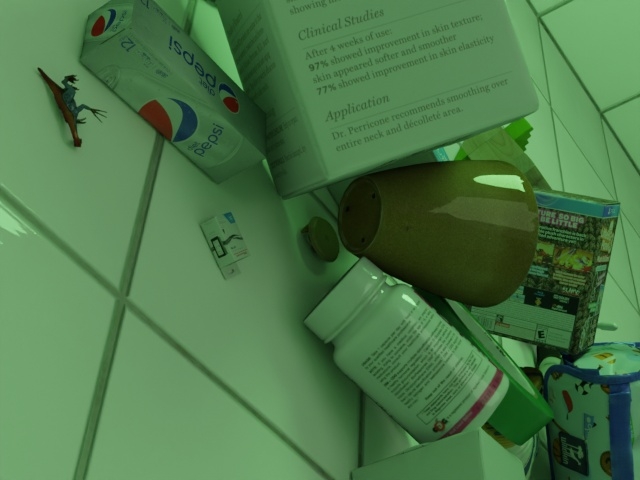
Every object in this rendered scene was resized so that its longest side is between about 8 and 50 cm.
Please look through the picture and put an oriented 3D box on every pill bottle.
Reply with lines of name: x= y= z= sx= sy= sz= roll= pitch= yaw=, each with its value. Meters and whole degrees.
pill bottle: x=0.121 y=0.165 z=1.656 sx=0.283 sy=0.160 sz=0.160 roll=43 pitch=27 yaw=0

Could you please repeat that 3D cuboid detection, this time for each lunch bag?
lunch bag: x=0.548 y=0.372 z=2.152 sx=0.385 sy=0.239 sz=0.328 roll=-24 pitch=110 yaw=-78

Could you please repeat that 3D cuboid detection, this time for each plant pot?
plant pot: x=0.162 y=-0.026 z=1.752 sx=0.254 sy=0.237 sz=0.237 roll=8 pitch=57 yaw=-32

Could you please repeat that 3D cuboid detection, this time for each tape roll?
tape roll: x=0.258 y=0.199 z=1.918 sx=0.321 sy=0.077 sz=0.321 roll=46 pitch=7 yaw=-7

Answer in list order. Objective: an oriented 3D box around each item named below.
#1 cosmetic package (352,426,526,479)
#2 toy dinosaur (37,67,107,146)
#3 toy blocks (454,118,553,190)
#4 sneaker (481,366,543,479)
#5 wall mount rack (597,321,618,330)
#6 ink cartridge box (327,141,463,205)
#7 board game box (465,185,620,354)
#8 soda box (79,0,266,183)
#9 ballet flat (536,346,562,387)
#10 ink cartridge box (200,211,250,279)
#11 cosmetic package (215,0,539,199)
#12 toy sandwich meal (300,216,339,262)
cosmetic package: x=0.175 y=0.468 z=1.508 sx=0.156 sy=0.217 sz=0.385 roll=42 pitch=36 yaw=-41
toy dinosaur: x=-0.304 y=-0.154 z=1.364 sx=0.090 sy=0.047 sz=0.082 roll=13 pitch=59 yaw=-18
toy blocks: x=0.421 y=-0.144 z=2.532 sx=0.261 sy=0.190 sz=0.381 roll=46 pitch=10 yaw=-43
sneaker: x=0.359 y=0.343 z=2.125 sx=0.296 sy=0.112 sz=0.131 roll=-50 pitch=130 yaw=-61
wall mount rack: x=0.548 y=0.158 z=2.506 sx=0.350 sy=0.130 sz=0.304 roll=30 pitch=18 yaw=-51
ink cartridge box: x=0.116 y=-0.200 z=1.998 sx=0.197 sy=0.198 sz=0.270 roll=59 pitch=27 yaw=-12
board game box: x=0.427 y=0.047 z=2.198 sx=0.141 sy=0.232 sz=0.291 roll=-5 pitch=107 yaw=-64
soda box: x=-0.191 y=-0.204 z=1.538 sx=0.286 sy=0.091 sz=0.098 roll=43 pitch=32 yaw=-39
ballet flat: x=0.526 y=0.332 z=2.441 sx=0.096 sy=0.095 sz=0.280 roll=-9 pitch=76 yaw=-55
ink cartridge box: x=-0.126 y=0.007 z=1.549 sx=0.083 sy=0.028 sz=0.048 roll=66 pitch=26 yaw=0
cosmetic package: x=0.059 y=-0.302 z=1.645 sx=0.327 sy=0.329 sz=0.394 roll=168 pitch=-96 yaw=-77
toy sandwich meal: x=0.000 y=0.000 z=1.799 sx=0.085 sy=0.029 sz=0.086 roll=36 pitch=42 yaw=-41
